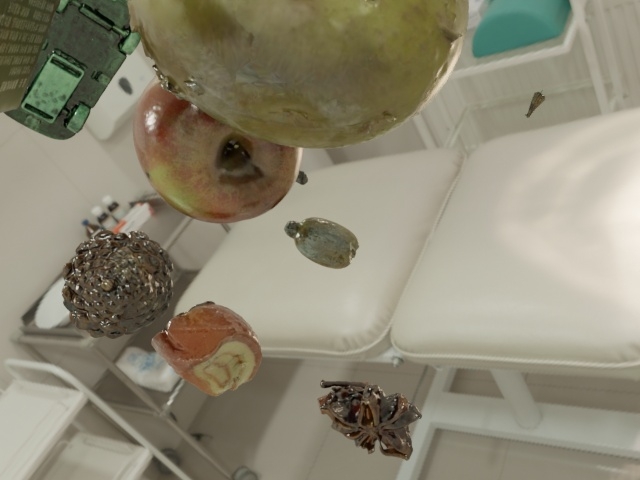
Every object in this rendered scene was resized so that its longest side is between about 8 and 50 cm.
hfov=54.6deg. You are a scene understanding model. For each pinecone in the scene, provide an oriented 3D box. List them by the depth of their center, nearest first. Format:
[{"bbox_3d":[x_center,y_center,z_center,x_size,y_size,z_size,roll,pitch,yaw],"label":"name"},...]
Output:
[{"bbox_3d":[-0.544,0.114,1.675,0.242,0.296,0.298,22,81,19],"label":"pinecone"}]

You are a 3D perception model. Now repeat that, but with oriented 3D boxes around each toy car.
[{"bbox_3d":[-0.398,-0.307,1.000,0.306,0.136,0.125,-46,33,24],"label":"toy car"}]

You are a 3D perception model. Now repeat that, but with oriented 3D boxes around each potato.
[{"bbox_3d":[-0.027,-0.295,0.776,0.442,0.385,0.319,12,44,-4],"label":"potato"}]

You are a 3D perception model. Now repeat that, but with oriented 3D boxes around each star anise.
[{"bbox_3d":[0.113,0.359,1.282,0.190,0.220,0.126,12,48,27],"label":"star anise"}]

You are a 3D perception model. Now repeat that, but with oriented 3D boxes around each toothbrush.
[{"bbox_3d":[-0.155,-0.225,1.571,0.297,0.030,0.030,32,74,15],"label":"toothbrush"}]

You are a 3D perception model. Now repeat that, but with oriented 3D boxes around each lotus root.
[{"bbox_3d":[0.000,0.000,1.546,0.088,0.192,0.113,140,153,-78],"label":"lotus root"}]

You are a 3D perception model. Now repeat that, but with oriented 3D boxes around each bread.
[{"bbox_3d":[-0.230,0.245,1.368,0.190,0.244,0.123,-36,56,-5],"label":"bread"}]

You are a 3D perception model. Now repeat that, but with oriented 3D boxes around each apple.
[{"bbox_3d":[-0.209,-0.210,1.279,0.348,0.348,0.277,-39,27,-8],"label":"apple"}]

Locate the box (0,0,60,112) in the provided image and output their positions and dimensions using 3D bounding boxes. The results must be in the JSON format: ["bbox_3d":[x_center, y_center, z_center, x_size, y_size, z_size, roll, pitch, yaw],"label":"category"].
[{"bbox_3d":[-0.365,-0.195,0.321,0.138,0.373,0.420,-63,19,8],"label":"box"}]

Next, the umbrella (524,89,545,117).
[{"bbox_3d":[0.532,-0.338,1.534,0.031,0.083,0.020,35,42,14],"label":"umbrella"}]

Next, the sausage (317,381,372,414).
[{"bbox_3d":[0.058,0.353,1.394,0.131,0.039,0.041,-19,-1,-4],"label":"sausage"}]
